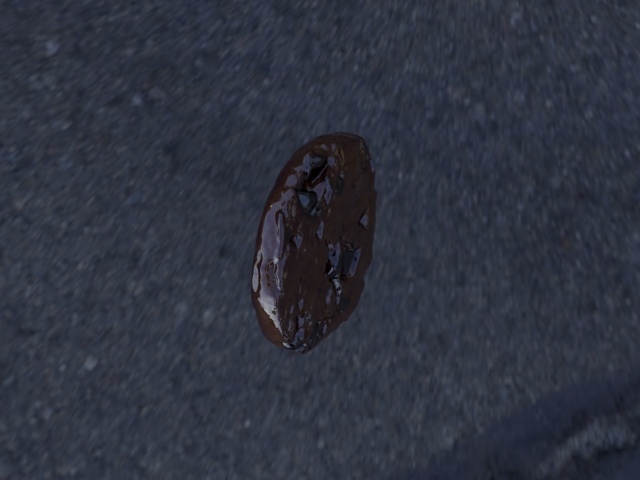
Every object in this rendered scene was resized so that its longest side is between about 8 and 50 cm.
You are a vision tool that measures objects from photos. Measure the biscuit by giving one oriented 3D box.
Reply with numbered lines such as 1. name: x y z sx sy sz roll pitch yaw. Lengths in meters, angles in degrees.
1. biscuit: 0.000 0.000 1.436 0.049 0.192 0.192 10 107 21
